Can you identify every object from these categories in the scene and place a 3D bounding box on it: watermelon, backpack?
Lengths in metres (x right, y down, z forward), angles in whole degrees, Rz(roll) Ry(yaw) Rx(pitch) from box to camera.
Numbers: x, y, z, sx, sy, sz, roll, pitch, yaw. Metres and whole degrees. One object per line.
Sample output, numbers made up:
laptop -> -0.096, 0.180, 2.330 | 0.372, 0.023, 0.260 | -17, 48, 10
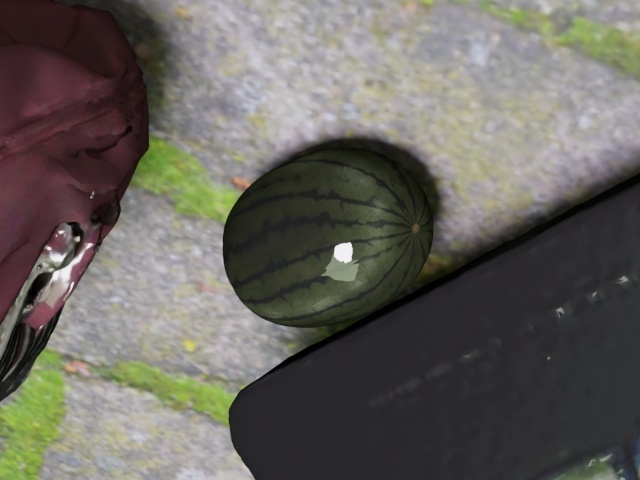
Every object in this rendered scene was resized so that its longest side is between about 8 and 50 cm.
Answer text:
watermelon -> 0.000, 0.000, 0.765 | 0.110, 0.078, 0.078 | -22, 124, 37
backpack -> -0.208, 0.009, 0.721 | 0.317, 0.283, 0.197 | -22, 101, 26

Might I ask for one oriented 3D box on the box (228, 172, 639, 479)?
box -> 0.135, 0.090, 0.735 | 0.350, 0.058, 0.211 | -29, 92, 32
